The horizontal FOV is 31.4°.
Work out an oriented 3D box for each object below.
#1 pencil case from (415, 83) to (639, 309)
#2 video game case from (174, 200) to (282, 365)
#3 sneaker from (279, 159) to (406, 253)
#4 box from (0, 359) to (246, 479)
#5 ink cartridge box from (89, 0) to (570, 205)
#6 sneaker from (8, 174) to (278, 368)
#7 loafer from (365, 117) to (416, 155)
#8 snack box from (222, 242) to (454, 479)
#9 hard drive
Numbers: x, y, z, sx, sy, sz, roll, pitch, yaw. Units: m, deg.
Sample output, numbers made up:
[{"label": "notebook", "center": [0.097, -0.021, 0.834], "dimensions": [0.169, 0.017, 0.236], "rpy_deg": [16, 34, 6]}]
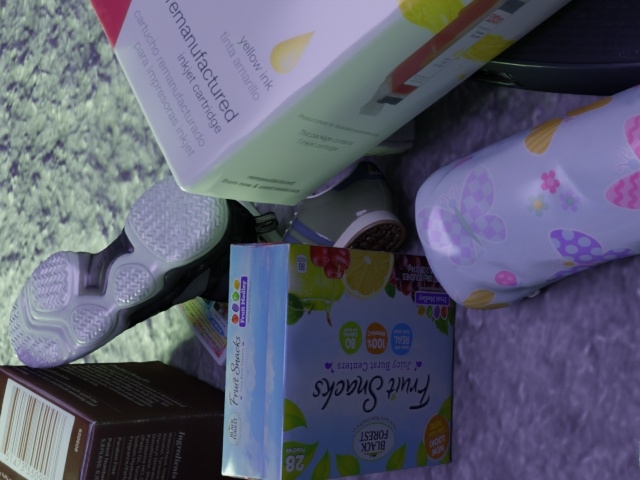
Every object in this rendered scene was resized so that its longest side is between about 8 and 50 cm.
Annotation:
[{"label": "pencil case", "center": [0.199, -0.033, 0.803], "dimensions": [0.273, 0.113, 0.124], "rpy_deg": [-23, 97, 40]}, {"label": "video game case", "center": [-0.104, 0.022, 1.144], "dimensions": [0.157, 0.019, 0.143], "rpy_deg": [47, 117, 34]}, {"label": "sneaker", "center": [0.000, 0.000, 1.026], "dimensions": [0.192, 0.064, 0.086], "rpy_deg": [-38, 49, 38]}, {"label": "box", "center": [-0.197, 0.218, 1.086], "dimensions": [0.168, 0.203, 0.167], "rpy_deg": [17, 98, 43]}, {"label": "ink cartridge box", "center": [0.019, -0.246, 0.835], "dimensions": [0.385, 0.160, 0.279], "rpy_deg": [-36, 69, 26]}, {"label": "sneaker", "center": [-0.159, 0.043, 1.068], "dimensions": [0.269, 0.153, 0.101], "rpy_deg": [-35, 65, 21]}, {"label": "loafer", "center": [-0.037, -0.151, 1.035], "dimensions": [0.319, 0.112, 0.111], "rpy_deg": [24, 111, 42]}, {"label": "snack box", "center": [0.020, 0.094, 0.892], "dimensions": [0.070, 0.207, 0.174], "rpy_deg": [-1, 84, 43]}, {"label": "hard drive", "center": [0.209, -0.196, 0.848], "dimensions": [0.255, 0.054, 0.172], "rpy_deg": [10, 93, 43]}]
